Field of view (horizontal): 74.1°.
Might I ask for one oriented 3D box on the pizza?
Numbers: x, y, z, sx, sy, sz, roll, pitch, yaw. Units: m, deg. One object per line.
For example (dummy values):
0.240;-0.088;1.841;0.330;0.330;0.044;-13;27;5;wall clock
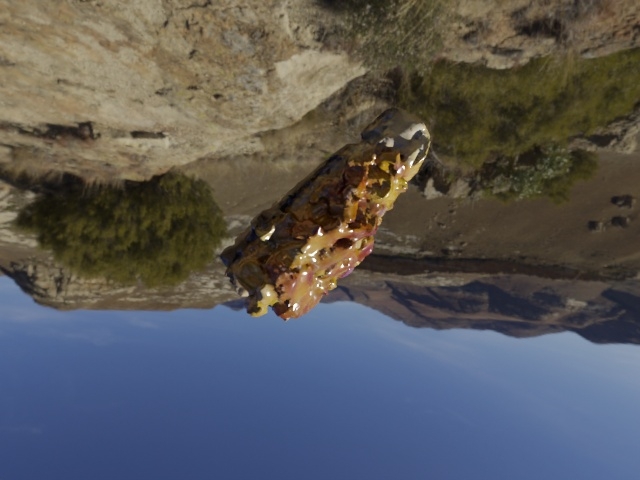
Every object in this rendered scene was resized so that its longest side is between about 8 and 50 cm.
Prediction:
0.000;0.000;0.579;0.114;0.408;0.278;44;-146;14;pizza
